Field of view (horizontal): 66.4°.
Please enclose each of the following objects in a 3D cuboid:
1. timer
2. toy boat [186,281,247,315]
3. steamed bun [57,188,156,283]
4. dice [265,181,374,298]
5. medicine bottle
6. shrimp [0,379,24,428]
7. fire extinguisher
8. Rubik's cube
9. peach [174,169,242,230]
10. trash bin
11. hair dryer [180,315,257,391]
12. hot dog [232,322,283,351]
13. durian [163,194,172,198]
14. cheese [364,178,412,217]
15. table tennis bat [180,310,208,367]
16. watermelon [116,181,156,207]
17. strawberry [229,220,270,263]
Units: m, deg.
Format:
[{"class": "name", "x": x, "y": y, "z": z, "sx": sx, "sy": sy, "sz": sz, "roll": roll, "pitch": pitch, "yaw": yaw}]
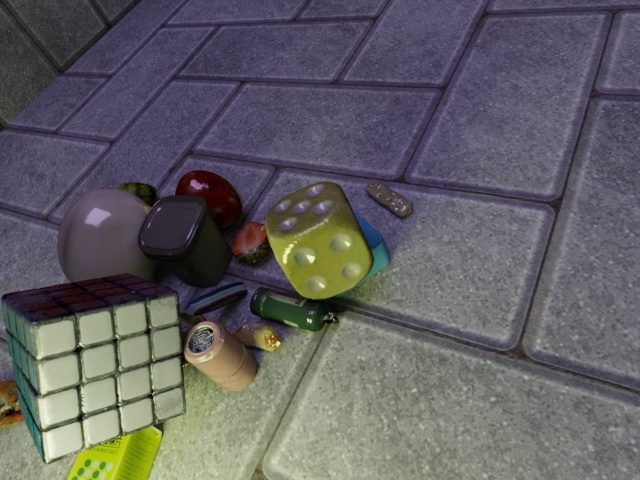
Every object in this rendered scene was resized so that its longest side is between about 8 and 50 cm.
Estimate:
[{"class": "timer", "x": 0.066, "y": 0.032, "z": 1.528, "sx": 0.232, "sy": 0.091, "sz": 0.250, "roll": -33, "pitch": 37, "yaw": -5}, {"class": "toy boat", "x": -0.308, "y": 0.177, "z": 1.499, "sx": 0.046, "sy": 0.080, "sz": 0.229, "roll": 39, "pitch": 33, "yaw": 23}, {"class": "steamed bun", "x": -0.706, "y": 0.012, "z": 1.651, "sx": 0.334, "sy": 0.373, "sz": 0.334, "roll": 13, "pitch": 18, "yaw": -4}, {"class": "dice", "x": 0.000, "y": 0.000, "z": 1.335, "sx": 0.233, "sy": 0.238, "sz": 0.226, "roll": -26, "pitch": 36, "yaw": 5}, {"class": "medicine bottle", "x": -0.537, "y": 0.588, "z": 1.261, "sx": 0.137, "sy": 0.141, "sz": 0.250, "roll": -4, "pitch": 52, "yaw": 22}, {"class": "shrimp", "x": -0.961, "y": 0.526, "z": 1.529, "sx": 0.288, "sy": 0.063, "sz": 0.152, "roll": 5, "pitch": 58, "yaw": 29}, {"class": "fire extinguisher", "x": -0.059, "y": 0.204, "z": 1.411, "sx": 0.295, "sy": 0.118, "sz": 0.093, "roll": 10, "pitch": 93, "yaw": 28}, {"class": "Rubik's cube", "x": -0.574, "y": 0.291, "z": 1.250, "sx": 0.344, "sy": 0.336, "sz": 0.345, "roll": -9, "pitch": 10, "yaw": -39}, {"class": "peach", "x": -0.398, "y": -0.141, "z": 1.730, "sx": 0.244, "sy": 0.243, "sz": 0.199, "roll": 12, "pitch": 65, "yaw": 29}, {"class": "trash bin", "x": -0.427, "y": 0.014, "z": 1.601, "sx": 0.220, "sy": 0.250, "sz": 0.219, "roll": 5, "pitch": 56, "yaw": 25}, {"class": "hair dryer", "x": -0.356, "y": 0.279, "z": 1.391, "sx": 0.353, "sy": 0.210, "sz": 0.125, "roll": 21, "pitch": 65, "yaw": 36}, {"class": "hot dog", "x": -0.171, "y": 0.275, "z": 1.415, "sx": 0.169, "sy": 0.061, "sz": 0.078, "roll": 6, "pitch": 98, "yaw": 27}, {"class": "durian", "x": -0.546, "y": -0.080, "z": 1.819, "sx": 0.146, "sy": 0.102, "sz": 0.208, "roll": -49, "pitch": 50, "yaw": 19}, {"class": "cheese", "x": 0.222, "y": -0.140, "z": 1.606, "sx": 0.065, "sy": 0.043, "sz": 0.194, "roll": -37, "pitch": 50, "yaw": -11}, {"class": "table tennis bat", "x": -0.494, "y": 0.315, "z": 1.530, "sx": 0.321, "sy": 0.050, "sz": 0.198, "roll": -6, "pitch": 53, "yaw": 12}, {"class": "watermelon", "x": -0.695, "y": -0.144, "z": 1.899, "sx": 0.129, "sy": 0.159, "sz": 0.303, "roll": -16, "pitch": 48, "yaw": 4}, {"class": "strawberry", "x": -0.232, "y": 0.009, "z": 1.645, "sx": 0.147, "sy": 0.082, "sz": 0.187, "roll": -15, "pitch": 43, "yaw": 3}]
